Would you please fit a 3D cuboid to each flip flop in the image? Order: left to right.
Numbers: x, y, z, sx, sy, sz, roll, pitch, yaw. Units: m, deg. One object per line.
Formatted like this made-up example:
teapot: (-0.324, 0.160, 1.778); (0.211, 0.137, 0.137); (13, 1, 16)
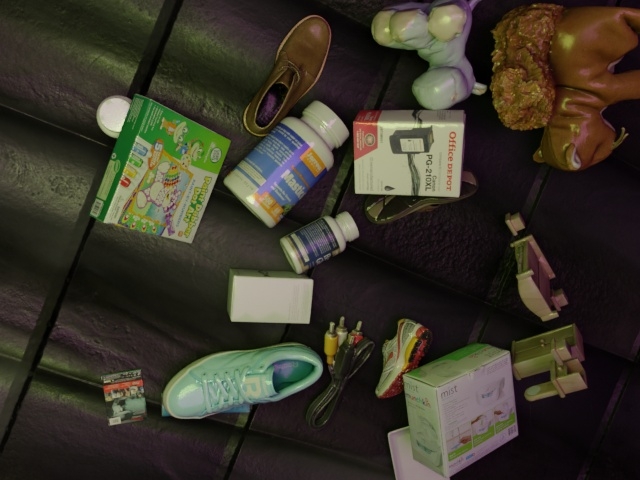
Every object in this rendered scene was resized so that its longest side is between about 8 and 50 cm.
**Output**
flip flop: (0.241, -0.107, 1.377); (0.277, 0.080, 0.112); (-23, 68, 3)

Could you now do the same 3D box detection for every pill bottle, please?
pill bottle: (-0.405, -0.247, 1.159); (0.086, 0.152, 0.086); (-2, 98, -14)
pill bottle: (-0.068, -0.172, 1.253); (0.272, 0.152, 0.152); (-46, 105, -4)
pill bottle: (0.000, 0.000, 1.321); (0.169, 0.094, 0.094); (-28, 103, -9)

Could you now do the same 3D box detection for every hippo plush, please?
hippo plush: (0.252, -0.422, 1.307); (0.294, 0.234, 0.237); (-45, 132, -47)

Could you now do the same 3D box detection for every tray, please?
tray: (0.261, 0.599, 1.494); (0.145, 0.030, 0.271); (-14, 100, -11)

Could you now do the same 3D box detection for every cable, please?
cable: (0.042, 0.327, 1.407); (0.139, 0.072, 0.287); (6, 109, -38)

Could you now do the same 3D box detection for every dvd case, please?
dvd case: (-0.443, 0.356, 1.296); (0.087, 0.013, 0.120); (-8, 97, -13)

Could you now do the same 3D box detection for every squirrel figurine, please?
squirrel figurine: (0.562, -0.353, 1.356); (0.396, 0.281, 0.371); (2, 108, -13)

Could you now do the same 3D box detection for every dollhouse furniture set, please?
dollhouse furniture set: (0.483, 0.162, 1.401); (0.173, 0.303, 0.356); (-27, 104, 29)

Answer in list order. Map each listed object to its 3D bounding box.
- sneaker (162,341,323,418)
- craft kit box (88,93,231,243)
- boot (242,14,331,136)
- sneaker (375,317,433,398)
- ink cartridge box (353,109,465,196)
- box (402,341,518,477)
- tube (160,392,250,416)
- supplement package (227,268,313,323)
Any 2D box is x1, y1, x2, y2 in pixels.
sneaker: (-0.165, 0.306, 1.269); (0.365, 0.150, 0.135); (-16, 91, -20)
craft kit box: (-0.318, -0.134, 1.169); (0.061, 0.246, 0.250); (22, 92, 28)
boot: (-0.061, -0.363, 1.253); (0.112, 0.115, 0.305); (31, 87, -14)
sneaker: (0.195, 0.295, 1.420); (0.088, 0.092, 0.225); (10, 111, -45)
ink cartridge box: (0.199, -0.195, 1.274); (0.237, 0.100, 0.172); (3, 118, 13)
box: (0.349, 0.406, 1.404); (0.261, 0.126, 0.231); (-15, 101, -31)
tube: (-0.264, 0.371, 1.328); (0.207, 0.052, 0.080); (0, 102, -19)
supplement package: (-0.118, 0.126, 1.302); (0.179, 0.105, 0.105); (3, 96, -15)
